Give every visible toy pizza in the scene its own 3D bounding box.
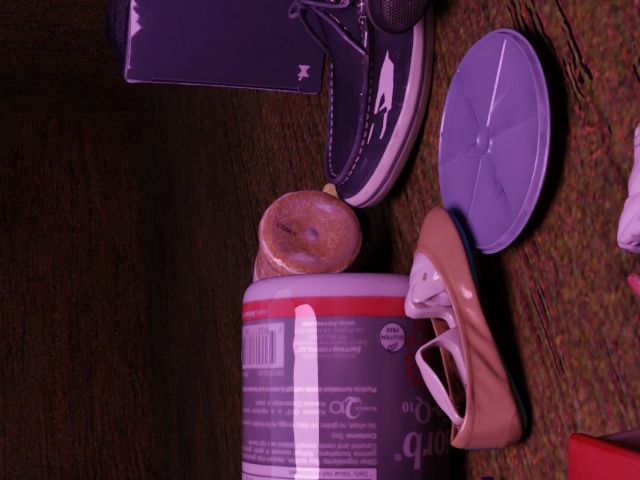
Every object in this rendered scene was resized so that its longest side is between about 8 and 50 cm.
[{"bbox_3d":[0.160,-0.088,0.892,0.201,0.032,0.201,-178,90,-72],"label":"toy pizza"}]

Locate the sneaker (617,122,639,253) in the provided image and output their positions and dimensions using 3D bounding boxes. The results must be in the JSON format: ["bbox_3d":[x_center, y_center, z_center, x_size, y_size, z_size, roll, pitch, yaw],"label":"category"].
[{"bbox_3d":[0.237,-0.073,0.554,0.232,0.090,0.115,135,138,-64],"label":"sneaker"}]

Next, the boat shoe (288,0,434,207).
[{"bbox_3d":[0.039,-0.285,1.106,0.187,0.156,0.500,-139,52,-66],"label":"boat shoe"}]

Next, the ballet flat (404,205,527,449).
[{"bbox_3d":[0.115,0.074,0.884,0.080,0.073,0.232,104,152,-62],"label":"ballet flat"}]

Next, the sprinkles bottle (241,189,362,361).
[{"bbox_3d":[-0.031,0.079,1.255,0.355,0.121,0.121,103,162,-58],"label":"sprinkles bottle"}]

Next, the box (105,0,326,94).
[{"bbox_3d":[-0.177,-0.380,1.576,0.395,0.293,0.212,-128,43,-64],"label":"box"}]

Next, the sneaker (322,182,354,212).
[{"bbox_3d":[0.000,0.000,1.342,0.208,0.081,0.094,125,151,-49],"label":"sneaker"}]

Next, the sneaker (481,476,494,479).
[{"bbox_3d":[0.137,0.325,0.879,0.098,0.083,0.223,-74,-3,-71],"label":"sneaker"}]

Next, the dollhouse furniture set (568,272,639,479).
[{"bbox_3d":[0.217,0.095,0.480,0.374,0.152,0.201,177,95,-73],"label":"dollhouse furniture set"}]

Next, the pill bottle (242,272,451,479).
[{"bbox_3d":[0.026,0.221,0.988,0.210,0.210,0.363,157,114,-71],"label":"pill bottle"}]

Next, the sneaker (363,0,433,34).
[{"bbox_3d":[0.113,-0.287,0.941,0.227,0.087,0.130,-60,27,28],"label":"sneaker"}]
